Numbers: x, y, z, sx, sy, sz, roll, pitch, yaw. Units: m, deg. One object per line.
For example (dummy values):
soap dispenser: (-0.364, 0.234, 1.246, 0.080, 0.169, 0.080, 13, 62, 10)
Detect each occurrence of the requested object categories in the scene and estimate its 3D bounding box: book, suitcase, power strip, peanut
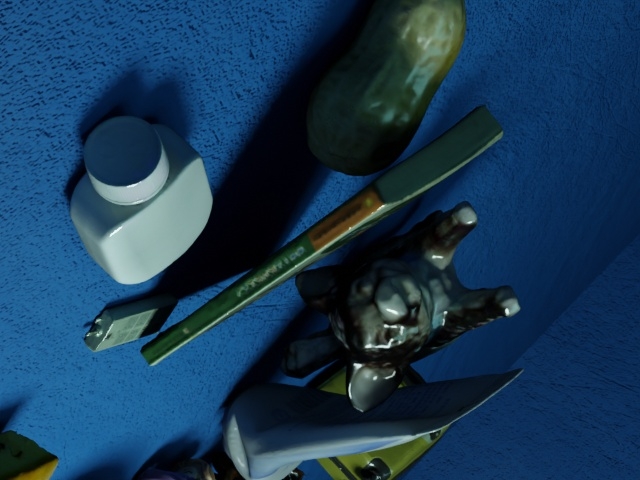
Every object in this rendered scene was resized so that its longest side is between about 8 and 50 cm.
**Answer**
book: (0.000, 0.000, 1.558, 0.371, 0.043, 0.260, -35, 180, 38)
suitcase: (0.071, 0.294, 2.377, 0.235, 0.194, 0.143, -34, 167, -37)
power strip: (-0.198, 0.085, 1.543, 0.051, 0.019, 0.136, -52, 163, 24)
peanut: (0.066, -0.165, 1.467, 0.120, 0.110, 0.236, 8, 125, -38)

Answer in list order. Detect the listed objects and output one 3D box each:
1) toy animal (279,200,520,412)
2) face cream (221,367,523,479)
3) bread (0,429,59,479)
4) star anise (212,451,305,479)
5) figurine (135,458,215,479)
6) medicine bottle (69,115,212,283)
toy animal: (0.079, 0.096, 1.919, 0.303, 0.194, 0.344, -29, 175, -2)
face cream: (0.039, 0.235, 1.983, 0.420, 0.137, 0.235, -15, -176, 38)
bread: (-0.403, 0.278, 1.381, 0.138, 0.077, 0.361, -56, 161, 25)
star anise: (-0.105, 0.367, 2.128, 0.190, 0.220, 0.125, -40, 131, -47)
figurine: (-0.187, 0.354, 2.019, 0.126, 0.114, 0.157, -35, 168, 15)
medicine bottle: (-0.155, -0.038, 1.284, 0.119, 0.069, 0.183, -42, 164, -13)
